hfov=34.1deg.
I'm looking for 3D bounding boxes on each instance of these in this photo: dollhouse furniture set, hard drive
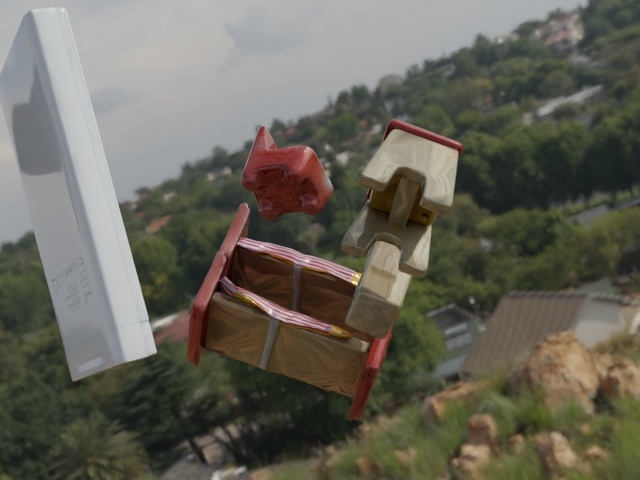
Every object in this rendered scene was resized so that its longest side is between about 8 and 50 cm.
[{"bbox_3d":[0.000,0.000,1.007,0.374,0.201,0.152,105,-175,-50],"label":"dollhouse furniture set"},{"bbox_3d":[-0.265,-0.035,1.103,0.047,0.353,0.233,-14,-5,-27],"label":"hard drive"}]
